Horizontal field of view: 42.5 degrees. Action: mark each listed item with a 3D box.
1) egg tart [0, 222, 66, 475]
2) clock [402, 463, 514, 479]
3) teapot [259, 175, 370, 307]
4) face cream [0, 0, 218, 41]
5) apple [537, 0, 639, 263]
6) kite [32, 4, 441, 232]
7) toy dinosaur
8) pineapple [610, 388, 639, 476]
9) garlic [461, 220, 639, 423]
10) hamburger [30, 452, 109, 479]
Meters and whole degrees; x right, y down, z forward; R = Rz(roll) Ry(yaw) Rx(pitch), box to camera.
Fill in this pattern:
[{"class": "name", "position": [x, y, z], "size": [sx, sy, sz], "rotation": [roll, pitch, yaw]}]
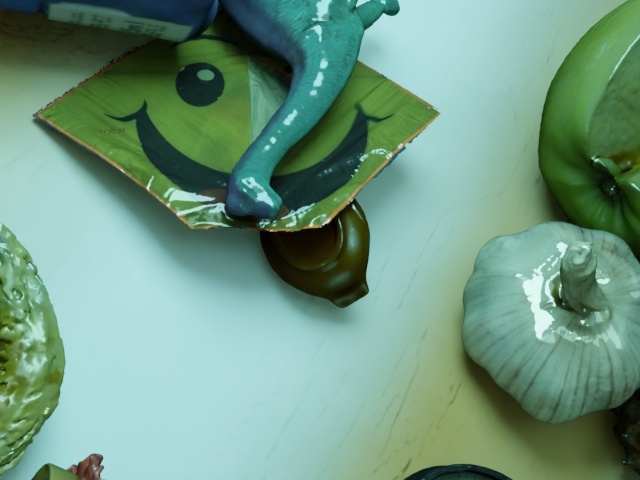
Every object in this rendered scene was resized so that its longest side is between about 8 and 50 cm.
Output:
[{"class": "egg tart", "position": [-0.304, 0.084, 0.570], "size": [0.232, 0.098, 0.252], "rotation": [42, 61, -8]}, {"class": "clock", "position": [0.126, 0.281, 0.697], "size": [0.184, 0.040, 0.184], "rotation": [9, 64, -20]}, {"class": "teapot", "position": [0.000, 0.000, 0.756], "size": [0.098, 0.078, 0.129], "rotation": [-34, 71, 9]}, {"class": "face cream", "position": [-0.196, -0.312, 0.708], "size": [0.225, 0.249, 0.249], "rotation": [6, 65, -25]}, {"class": "apple", "position": [0.362, -0.104, 0.870], "size": [0.258, 0.233, 0.295], "rotation": [-29, 90, -20]}, {"class": "kite", "position": [-0.071, -0.135, 0.777], "size": [0.377, 0.013, 0.327], "rotation": [0, 53, -8]}, {"class": "toy dinosaur", "position": [-0.074, -0.215, 0.784], "size": [0.383, 0.129, 0.331], "rotation": [39, 63, 23]}, {"class": "pineapple", "position": [0.374, 0.166, 0.771], "size": [0.166, 0.193, 0.166], "rotation": [9, 58, -15]}, {"class": "garlic", "position": [0.222, 0.043, 0.736], "size": [0.199, 0.226, 0.199], "rotation": [-3, 62, 6]}, {"class": "hamburger", "position": [-0.143, 0.237, 0.530], "size": [0.137, 0.175, 0.175], "rotation": [27, 59, -18]}]
